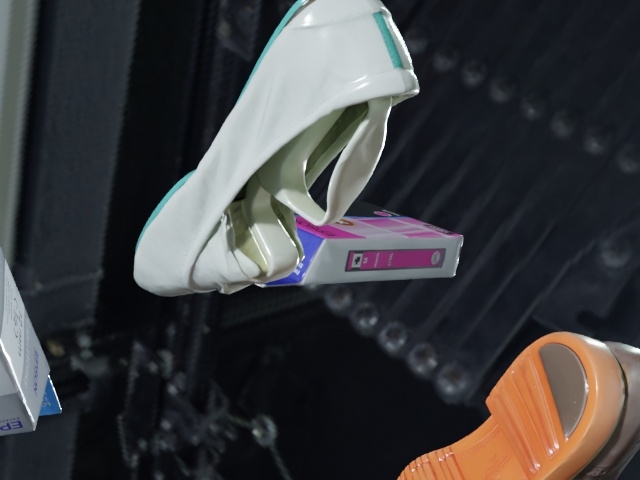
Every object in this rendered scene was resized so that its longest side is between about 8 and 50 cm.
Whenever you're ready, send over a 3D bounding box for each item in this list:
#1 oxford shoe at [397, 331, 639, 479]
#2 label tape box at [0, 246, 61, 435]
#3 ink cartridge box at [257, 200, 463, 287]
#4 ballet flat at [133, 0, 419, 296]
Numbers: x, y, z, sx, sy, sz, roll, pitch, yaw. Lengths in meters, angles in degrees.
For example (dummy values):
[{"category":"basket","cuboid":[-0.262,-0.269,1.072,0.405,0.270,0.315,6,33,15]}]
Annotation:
[{"category":"oxford shoe","cuboid":[0.171,0.222,1.089,0.133,0.130,0.363,8,-44,-33]},{"category":"label tape box","cuboid":[-0.396,0.121,1.162,0.249,0.115,0.347,-8,-42,-2]},{"category":"ink cartridge box","cuboid":[0.000,0.000,1.549,0.371,0.176,0.069,-4,-70,-49]},{"category":"ballet flat","cuboid":[-0.046,-0.042,1.094,0.139,0.139,0.400,-11,-31,-43]}]
